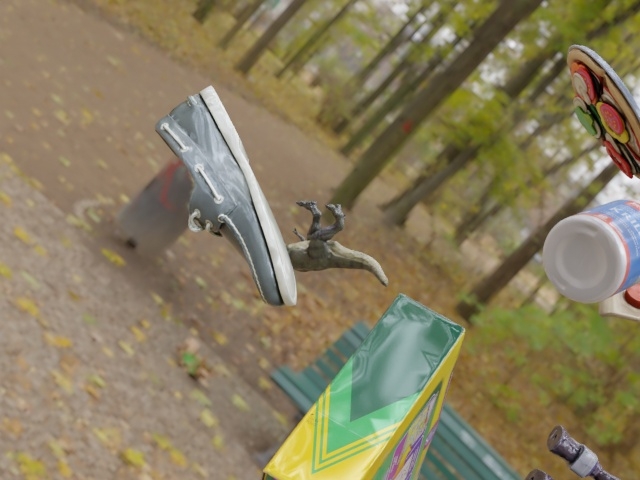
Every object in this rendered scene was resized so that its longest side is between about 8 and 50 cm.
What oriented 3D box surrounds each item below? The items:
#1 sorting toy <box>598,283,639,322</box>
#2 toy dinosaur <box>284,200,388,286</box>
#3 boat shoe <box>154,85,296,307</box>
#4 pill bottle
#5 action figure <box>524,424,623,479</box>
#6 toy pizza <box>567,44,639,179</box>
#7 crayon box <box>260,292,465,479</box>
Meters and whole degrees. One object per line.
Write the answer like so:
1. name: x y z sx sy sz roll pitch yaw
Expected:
1. sorting toy: 0.658 0.064 2.357 0.229 0.041 0.307 9 37 7
2. toy dinosaur: 0.000 0.000 1.882 0.268 0.118 0.064 5 6 37
3. boat shoe: -0.117 -0.043 1.491 0.116 0.099 0.319 68 -1 -64
4. pill bottle: 0.418 0.007 1.723 0.124 0.124 0.221 45 35 21
5. action figure: 0.418 0.368 1.632 0.285 0.185 0.099 35 -9 2
6. toy pizza: 0.361 -0.155 1.534 0.201 0.032 0.201 59 0 -1
7. crayon box: 0.032 0.295 1.493 0.106 0.313 0.363 28 -42 17
